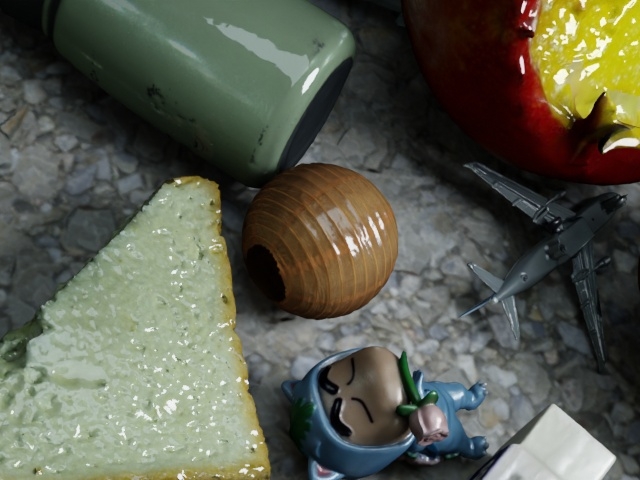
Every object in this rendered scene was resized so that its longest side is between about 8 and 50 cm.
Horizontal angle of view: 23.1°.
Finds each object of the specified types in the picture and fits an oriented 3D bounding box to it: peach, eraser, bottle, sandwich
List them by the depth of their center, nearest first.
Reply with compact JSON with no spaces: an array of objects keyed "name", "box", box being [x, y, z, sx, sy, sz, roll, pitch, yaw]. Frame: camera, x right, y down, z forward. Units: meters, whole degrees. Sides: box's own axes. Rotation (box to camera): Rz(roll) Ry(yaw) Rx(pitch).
[{"name":"eraser","box":[0.110,0.258,1.216,0.081,0.124,0.279,41,57,6]},{"name":"sandwich","box":[-0.179,0.086,1.233,0.254,0.100,0.288,0,62,-19]},{"name":"bottle","box":[-0.148,-0.197,1.366,0.347,0.168,0.168,32,57,5]},{"name":"peach","box":[0.254,-0.224,1.418,0.405,0.310,0.335,-15,110,-31]}]

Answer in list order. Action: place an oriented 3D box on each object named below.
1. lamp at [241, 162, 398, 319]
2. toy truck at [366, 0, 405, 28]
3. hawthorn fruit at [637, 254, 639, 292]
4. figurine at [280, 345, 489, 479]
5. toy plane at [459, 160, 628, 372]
[{"name":"lamp","box":[0.000,0.000,1.319,0.136,0.136,0.136,8,60,-14]},{"name":"toy truck","box":[0.015,-0.312,1.521,0.256,0.108,0.140,21,71,-9]},{"name":"hawthorn fruit","box":[0.423,0.075,1.328,0.308,0.308,0.325,4,64,-16]},{"name":"figurine","box":[0.066,0.134,1.268,0.178,0.144,0.114,6,63,-29]},{"name":"toy plane","box":[0.216,0.007,1.432,0.226,0.058,0.226,-35,92,-30]}]
